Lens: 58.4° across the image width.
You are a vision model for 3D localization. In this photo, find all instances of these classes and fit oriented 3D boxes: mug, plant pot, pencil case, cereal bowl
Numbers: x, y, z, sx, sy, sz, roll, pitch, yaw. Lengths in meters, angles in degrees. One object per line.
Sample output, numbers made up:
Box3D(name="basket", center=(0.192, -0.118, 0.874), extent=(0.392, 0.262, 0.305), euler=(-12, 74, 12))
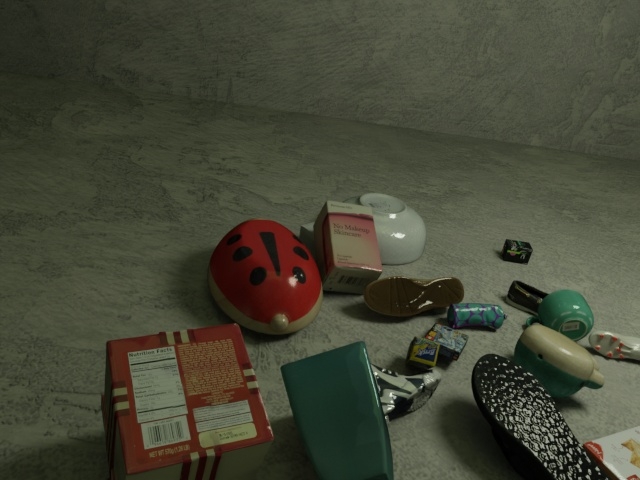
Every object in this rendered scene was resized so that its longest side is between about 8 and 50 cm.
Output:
Box3D(name="mug", center=(0.659, 0.221, 1.553), extent=(0.129, 0.158, 0.097), euler=(30, 27, -14))
Box3D(name="plant pot", center=(0.042, 0.342, 1.037), extent=(0.165, 0.166, 0.234), euler=(-17, 46, 1))
Box3D(name="pencil case", center=(0.421, 0.206, 1.552), extent=(0.151, 0.064, 0.070), euler=(3, 67, -10))
Box3D(name="cereal bowl", center=(0.197, -0.062, 1.907), extent=(0.338, 0.141, 0.339), euler=(8, 28, -4))

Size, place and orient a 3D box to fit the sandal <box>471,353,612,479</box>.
Box3D(name="sandal", center=(0.432, 0.422, 1.135), extent=(0.167, 0.107, 0.446), euler=(-5, 44, -27))

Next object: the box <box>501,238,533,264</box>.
Box3D(name="box", center=(0.667, 0.038, 1.946), extent=(0.083, 0.062, 0.052), euler=(9, 29, -1))

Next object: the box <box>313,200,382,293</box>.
Box3D(name="box", center=(0.074, 0.020, 1.628), extent=(0.148, 0.127, 0.233), euler=(7, 52, -18))

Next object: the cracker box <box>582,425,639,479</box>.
Box3D(name="cracker box", center=(0.654, 0.459, 1.147), extent=(0.232, 0.067, 0.156), euler=(-6, 31, -25))

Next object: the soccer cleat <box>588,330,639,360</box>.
Box3D(name="soccer cleat", center=(0.814, 0.284, 1.539), extent=(0.196, 0.068, 0.076), euler=(13, 13, 5))

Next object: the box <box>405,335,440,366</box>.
Box3D(name="box", center=(0.230, 0.259, 1.303), extent=(0.059, 0.054, 0.169), euler=(15, -14, 9))

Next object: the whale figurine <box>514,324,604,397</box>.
Box3D(name="whale figurine", center=(0.573, 0.302, 1.385), extent=(0.271, 0.141, 0.216), euler=(16, 15, -48))

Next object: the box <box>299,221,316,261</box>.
Box3D(name="box", center=(0.000, 0.000, 1.781), extent=(0.101, 0.087, 0.102), euler=(-16, 37, -38))

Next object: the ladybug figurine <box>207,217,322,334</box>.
Box3D(name="ladybug figurine", center=(-0.142, 0.075, 1.517), extent=(0.304, 0.162, 0.449), euler=(-1, 30, -20))

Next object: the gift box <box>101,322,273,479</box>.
Box3D(name="gift box", center=(-0.237, 0.325, 0.935), extent=(0.254, 0.258, 0.277), euler=(-1, 49, -22))

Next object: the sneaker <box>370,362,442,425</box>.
Box3D(name="sneaker", center=(0.144, 0.305, 1.246), extent=(0.234, 0.094, 0.153), euler=(-23, 50, -31))

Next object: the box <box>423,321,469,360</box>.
Box3D(name="box", center=(0.315, 0.252, 1.441), extent=(0.093, 0.027, 0.137), euler=(21, 16, 20))

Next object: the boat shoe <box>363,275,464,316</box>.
Box3D(name="boat shoe", center=(0.246, 0.152, 1.579), extent=(0.302, 0.109, 0.098), euler=(-4, -9, -22))

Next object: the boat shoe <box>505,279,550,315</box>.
Box3D(name="boat shoe", center=(0.657, 0.185, 1.660), extent=(0.227, 0.069, 0.081), euler=(21, 30, 21))
